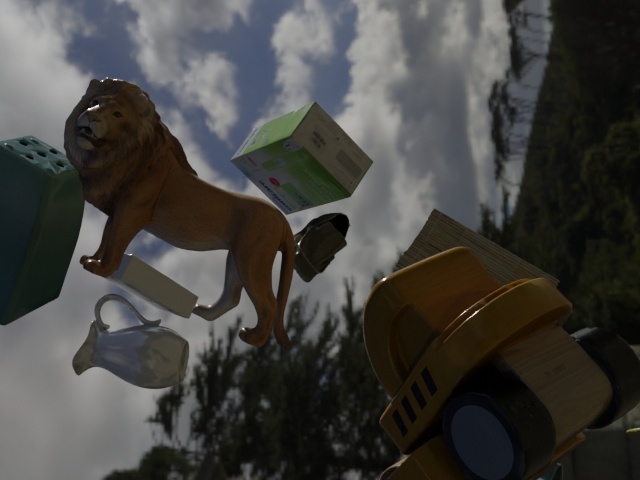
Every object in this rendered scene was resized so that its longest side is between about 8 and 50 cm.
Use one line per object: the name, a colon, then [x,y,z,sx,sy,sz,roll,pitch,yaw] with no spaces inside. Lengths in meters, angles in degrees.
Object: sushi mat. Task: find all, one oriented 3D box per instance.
sushi mat: [0.313,0.068,1.827,0.151,0.316,0.019,-53,-29,-6]

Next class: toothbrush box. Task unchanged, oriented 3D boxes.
toothbrush box: [-0.049,-0.188,2.141,0.206,0.283,0.122,44,-117,-22]

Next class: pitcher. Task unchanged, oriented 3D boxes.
pitcher: [-0.366,0.200,1.796,0.125,0.207,0.177,87,-168,-70]

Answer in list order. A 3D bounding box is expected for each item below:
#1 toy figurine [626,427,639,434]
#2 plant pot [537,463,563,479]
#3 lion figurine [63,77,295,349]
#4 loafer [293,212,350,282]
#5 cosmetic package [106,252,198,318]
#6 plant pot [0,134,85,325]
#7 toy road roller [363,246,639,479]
toy figurine: [0.621,0.283,1.202,0.191,0.362,0.217,-7,-116,-33]
plant pot: [0.348,0.558,1.802,0.293,0.196,0.293,-42,-41,-51]
lion figurine: [-0.167,-0.032,1.182,0.240,0.392,0.142,-65,14,-4]
loafer: [0.000,0.000,1.886,0.094,0.087,0.251,52,-153,-14]
cosmetic package: [-0.372,0.093,1.928,0.239,0.099,0.060,42,-115,-52]
plant pot: [-0.461,-0.030,1.366,0.234,0.165,0.166,-62,-6,17]
toy road roller: [0.144,0.160,0.940,0.203,0.240,0.329,-19,-31,-37]
